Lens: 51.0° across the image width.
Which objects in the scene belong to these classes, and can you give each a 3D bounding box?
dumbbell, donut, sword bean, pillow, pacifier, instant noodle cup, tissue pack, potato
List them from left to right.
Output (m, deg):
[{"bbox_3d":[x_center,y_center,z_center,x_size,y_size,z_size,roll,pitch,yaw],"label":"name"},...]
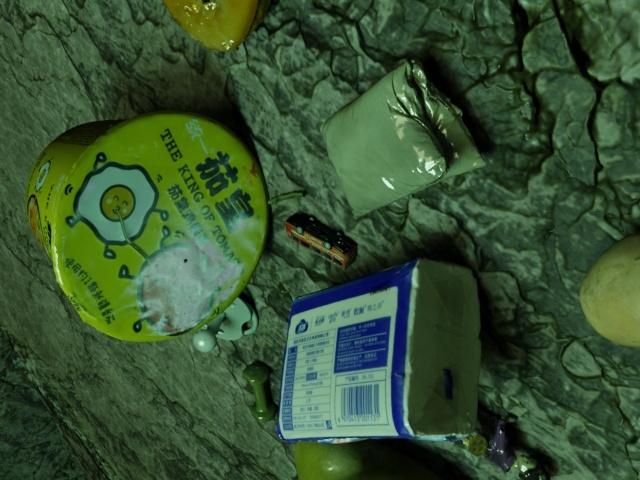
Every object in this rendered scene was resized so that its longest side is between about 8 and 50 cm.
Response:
[{"bbox_3d":[-0.277,-0.043,0.998,0.254,0.325,0.326,21,131,47],"label":"instant noodle cup"},{"bbox_3d":[-0.178,0.148,1.169,0.126,0.117,0.150,29,137,-8],"label":"pacifier"},{"bbox_3d":[-0.122,-0.324,0.813,0.162,0.065,0.178,50,141,-1],"label":"donut"},{"bbox_3d":[-0.112,0.283,1.248,0.052,0.046,0.118,25,133,40],"label":"dumbbell"},{"bbox_3d":[-0.049,-0.062,0.964,0.083,0.012,0.012,-8,110,50],"label":"sword bean"},{"bbox_3d":[0.069,0.152,0.842,0.137,0.209,0.269,21,153,-30],"label":"tissue pack"},{"bbox_3d":[0.097,0.409,1.000,0.351,0.218,0.203,40,99,25],"label":"potato"},{"bbox_3d":[0.078,-0.106,0.749,0.181,0.077,0.134,-25,94,54],"label":"pillow"},{"bbox_3d":[0.302,0.046,0.603,0.112,0.112,0.147,57,149,-2],"label":"potato"}]

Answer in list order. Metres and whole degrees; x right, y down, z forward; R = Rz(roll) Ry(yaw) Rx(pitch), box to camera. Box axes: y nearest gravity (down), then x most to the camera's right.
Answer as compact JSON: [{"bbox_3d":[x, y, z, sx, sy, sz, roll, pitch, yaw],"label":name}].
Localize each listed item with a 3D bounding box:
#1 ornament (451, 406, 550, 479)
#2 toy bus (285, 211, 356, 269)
[{"bbox_3d":[0.209,0.247,0.875,0.203,0.088,0.081,24,109,17],"label":"ornament"},{"bbox_3d":[0.000,0.000,0.941,0.110,0.031,0.043,29,141,29],"label":"toy bus"}]
